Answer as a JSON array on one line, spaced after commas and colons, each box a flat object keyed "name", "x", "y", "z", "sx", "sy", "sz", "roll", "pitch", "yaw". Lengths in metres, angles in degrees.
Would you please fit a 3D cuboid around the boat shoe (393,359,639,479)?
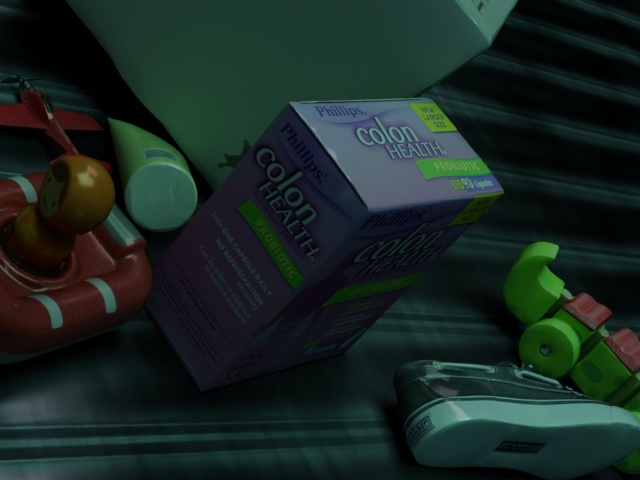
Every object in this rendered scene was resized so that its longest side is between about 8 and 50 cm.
[{"name": "boat shoe", "x": 0.197, "y": 0.168, "z": 1.334, "sx": 0.301, "sy": 0.108, "sz": 0.102, "roll": 8, "pitch": 45, "yaw": -33}]

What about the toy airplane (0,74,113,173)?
[{"name": "toy airplane", "x": -0.245, "y": -0.099, "z": 1.236, "sx": 0.151, "sy": 0.028, "sz": 0.151, "roll": 30, "pitch": 32, "yaw": -21}]

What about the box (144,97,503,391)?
[{"name": "box", "x": 0.000, "y": 0.000, "z": 1.179, "sx": 0.213, "sy": 0.243, "sz": 0.117, "roll": -9, "pitch": 56, "yaw": -53}]

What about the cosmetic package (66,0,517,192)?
[{"name": "cosmetic package", "x": -0.009, "y": -0.296, "z": 1.398, "sx": 0.329, "sy": 0.327, "sz": 0.394, "roll": 52, "pitch": 28, "yaw": -11}]

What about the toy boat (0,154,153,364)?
[{"name": "toy boat", "x": -0.212, "y": -0.005, "z": 1.035, "sx": 0.151, "sy": 0.151, "sz": 0.231, "roll": 50, "pitch": 31, "yaw": 14}]

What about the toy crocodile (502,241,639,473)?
[{"name": "toy crocodile", "x": 0.327, "y": 0.147, "z": 1.495, "sx": 0.340, "sy": 0.105, "sz": 0.115, "roll": 49, "pitch": 31, "yaw": 11}]

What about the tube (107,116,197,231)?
[{"name": "tube", "x": -0.151, "y": -0.065, "z": 1.231, "sx": 0.240, "sy": 0.062, "sz": 0.070, "roll": -122, "pitch": -163, "yaw": -71}]
